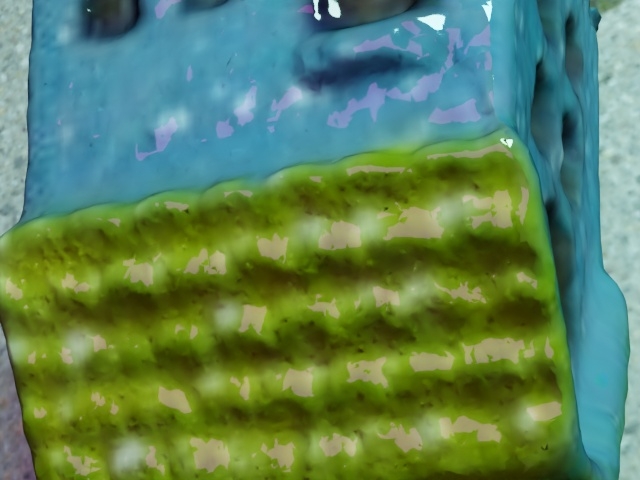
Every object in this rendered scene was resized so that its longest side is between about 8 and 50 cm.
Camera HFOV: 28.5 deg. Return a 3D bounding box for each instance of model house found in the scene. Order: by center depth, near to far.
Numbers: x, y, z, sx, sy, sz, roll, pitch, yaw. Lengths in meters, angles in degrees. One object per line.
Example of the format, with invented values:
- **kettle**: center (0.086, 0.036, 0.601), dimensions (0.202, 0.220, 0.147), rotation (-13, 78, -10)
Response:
- **model house**: center (0.000, 0.000, 0.554), dimensions (0.237, 0.215, 0.303), rotation (-9, 70, 21)
